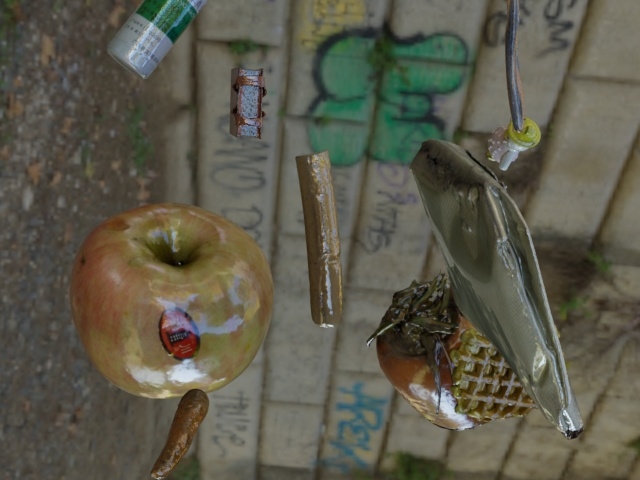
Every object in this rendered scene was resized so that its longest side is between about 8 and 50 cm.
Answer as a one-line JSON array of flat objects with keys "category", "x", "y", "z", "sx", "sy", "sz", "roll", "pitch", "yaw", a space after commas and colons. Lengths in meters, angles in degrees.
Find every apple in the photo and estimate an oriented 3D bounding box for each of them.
[{"category": "apple", "x": -0.281, "y": 0.121, "z": 1.858, "sx": 0.391, "sy": 0.392, "sz": 0.346, "roll": -87, "pitch": -173, "yaw": -47}]

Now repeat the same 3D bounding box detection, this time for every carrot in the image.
[{"category": "carrot", "x": -0.204, "y": 0.283, "z": 1.404, "sx": 0.191, "sy": 0.047, "sz": 0.047, "roll": -71, "pitch": 169, "yaw": -59}, {"category": "carrot", "x": 0.191, "y": 0.178, "z": 1.543, "sx": 0.331, "sy": 0.193, "sz": 0.214, "roll": 56, "pitch": 52, "yaw": -38}]

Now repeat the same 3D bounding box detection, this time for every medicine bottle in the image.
[{"category": "medicine bottle", "x": -0.274, "y": -0.417, "z": 1.739, "sx": 0.260, "sy": 0.095, "sz": 0.095, "roll": -55, "pitch": 179, "yaw": -6}]

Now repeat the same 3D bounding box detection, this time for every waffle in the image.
[{"category": "waffle", "x": 0.261, "y": 0.174, "z": 1.339, "sx": 0.038, "sy": 0.191, "sz": 0.191, "roll": -148, "pitch": -120, "yaw": -62}]

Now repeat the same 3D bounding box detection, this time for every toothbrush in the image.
[{"category": "toothbrush", "x": 0.248, "y": -0.300, "z": 1.258, "sx": 0.023, "sy": 0.031, "sz": 0.321, "roll": -33, "pitch": 116, "yaw": -75}]

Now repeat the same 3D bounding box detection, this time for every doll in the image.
[{"category": "doll", "x": 0.423, "y": -0.220, "z": 2.126, "sx": 0.207, "sy": 0.081, "sz": 0.129, "roll": 147, "pitch": -41, "yaw": -77}]

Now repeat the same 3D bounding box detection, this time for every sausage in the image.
[{"category": "sausage", "x": 0.001, "y": 0.000, "z": 1.625, "sx": 0.066, "sy": 0.066, "sz": 0.301, "roll": -96, "pitch": 179, "yaw": -80}]

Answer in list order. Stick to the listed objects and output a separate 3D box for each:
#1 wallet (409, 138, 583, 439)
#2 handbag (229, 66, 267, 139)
[{"category": "wallet", "x": 0.178, "y": 0.032, "z": 1.000, "sx": 0.335, "sy": 0.068, "sz": 0.274, "roll": -117, "pitch": -178, "yaw": -66}, {"category": "handbag", "x": -0.137, "y": -0.254, "z": 1.777, "sx": 0.190, "sy": 0.063, "sz": 0.127, "roll": -137, "pitch": -131, "yaw": -78}]
